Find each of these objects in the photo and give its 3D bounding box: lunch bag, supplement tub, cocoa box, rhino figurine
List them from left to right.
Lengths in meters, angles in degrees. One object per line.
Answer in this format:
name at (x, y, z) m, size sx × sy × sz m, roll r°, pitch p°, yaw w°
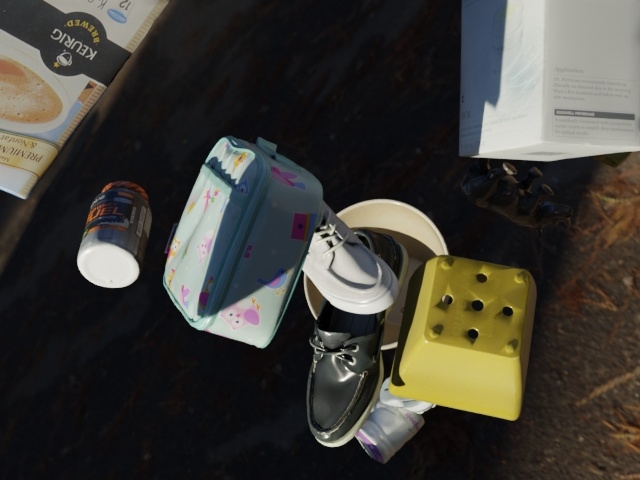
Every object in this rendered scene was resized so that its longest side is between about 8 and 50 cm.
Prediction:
cocoa box at (-0.347, -0.228, 0.742) m, size 0.228 × 0.347 × 0.231 m, roll -52°, pitch 50°, yaw 10°
supplement tub at (-0.375, -0.016, 1.721) m, size 0.117 × 0.117 × 0.190 m, roll -36°, pitch 34°, yaw 28°
lunch bag at (-0.099, -0.012, 1.114) m, size 0.224 × 0.107 × 0.279 m, roll -70°, pitch 21°, yaw 6°
rhino figurine at (0.344, -0.072, 1.610) m, size 0.106 × 0.243 × 0.073 m, roll -45°, pitch 33°, yaw 32°

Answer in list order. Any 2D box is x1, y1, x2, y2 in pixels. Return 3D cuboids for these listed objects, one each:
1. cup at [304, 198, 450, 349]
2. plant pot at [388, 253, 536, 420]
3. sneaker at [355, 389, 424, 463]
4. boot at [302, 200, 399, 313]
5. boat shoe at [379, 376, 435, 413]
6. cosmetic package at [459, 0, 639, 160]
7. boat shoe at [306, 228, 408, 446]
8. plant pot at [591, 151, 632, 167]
cup at (0.158, 0.095, 2.111) m, size 0.330 × 0.237 × 0.331 m, roll -5°, pitch 76°, yaw 20°
plant pot at (0.231, 0.133, 1.439) m, size 0.187 × 0.212 × 0.212 m, roll 89°, pitch -167°, yaw -65°
sneaker at (0.131, 0.369, 1.992) m, size 0.152 × 0.114 × 0.305 m, roll -35°, pitch 18°, yaw -6°
boot at (0.000, 0.000, 1.296) m, size 0.095 × 0.123 × 0.258 m, roll -42°, pitch 44°, yaw -15°
boat shoe at (0.190, 0.290, 1.793) m, size 0.226 × 0.075 × 0.083 m, roll 163°, pitch 123°, yaw -72°
cosmetic package at (0.272, -0.216, 1.127) m, size 0.224 × 0.138 × 0.225 m, roll -177°, pitch 89°, yaw -74°
boat shoe at (0.040, 0.138, 1.422) m, size 0.127 × 0.113 × 0.340 m, roll 14°, pitch 75°, yaw 35°
plant pot at (0.519, -0.177, 1.640) m, size 0.083 × 0.081 × 0.081 m, roll -64°, pitch -10°, yaw -4°
